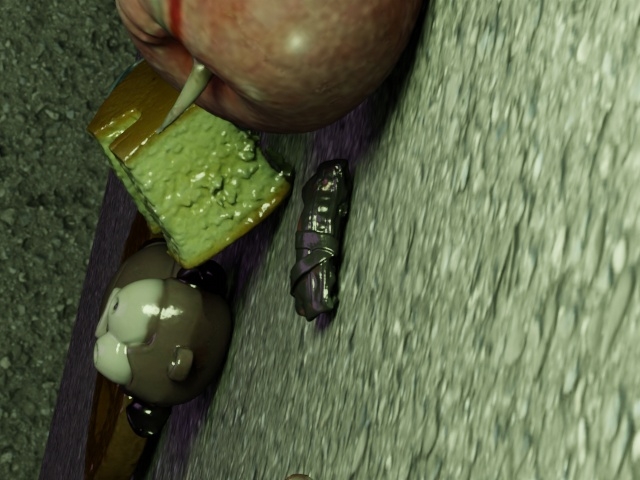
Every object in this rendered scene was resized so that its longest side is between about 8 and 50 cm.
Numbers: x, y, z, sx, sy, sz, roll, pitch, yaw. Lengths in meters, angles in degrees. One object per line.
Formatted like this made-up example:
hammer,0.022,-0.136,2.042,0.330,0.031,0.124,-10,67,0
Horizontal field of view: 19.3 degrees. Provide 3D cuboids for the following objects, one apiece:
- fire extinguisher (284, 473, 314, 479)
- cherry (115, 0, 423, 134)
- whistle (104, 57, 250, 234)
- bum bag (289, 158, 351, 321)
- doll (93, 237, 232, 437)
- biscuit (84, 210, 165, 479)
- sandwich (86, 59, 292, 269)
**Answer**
fire extinguisher,-0.077,0.264,1.301,0.147,0.106,0.337,-54,-3,-36
cherry,-0.032,-0.179,1.281,0.236,0.213,0.285,-2,54,56
whistle,-0.139,-0.109,1.876,0.290,0.163,0.163,-136,59,-74
bum bag,-0.001,0.000,1.361,0.058,0.034,0.124,-32,45,55
doll,-0.150,0.075,1.802,0.257,0.117,0.182,-107,37,-73
biscuit,-0.201,0.106,2.166,0.314,0.063,0.367,122,159,-52
sandwich,-0.128,-0.083,1.687,0.128,0.122,0.236,-37,24,-5
